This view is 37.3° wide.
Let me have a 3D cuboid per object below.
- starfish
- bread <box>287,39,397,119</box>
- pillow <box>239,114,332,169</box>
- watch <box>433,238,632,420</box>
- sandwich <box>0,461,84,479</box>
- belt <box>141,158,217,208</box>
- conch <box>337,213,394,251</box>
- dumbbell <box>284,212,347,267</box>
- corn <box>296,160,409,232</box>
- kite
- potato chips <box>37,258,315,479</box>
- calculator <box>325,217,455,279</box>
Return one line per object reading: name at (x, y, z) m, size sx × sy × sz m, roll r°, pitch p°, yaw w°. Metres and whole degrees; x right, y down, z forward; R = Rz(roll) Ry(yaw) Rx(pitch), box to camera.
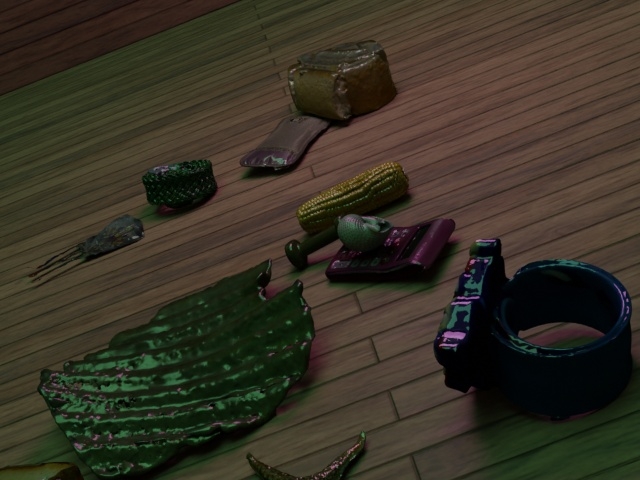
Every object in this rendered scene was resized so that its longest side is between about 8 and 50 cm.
starfish at (-0.021, 0.286, 1.069) m, size 0.223 × 0.050 × 0.217 m, roll 12°, pitch 35°, yaw 39°
bread at (0.029, -0.345, 2.032) m, size 0.257 × 0.124 × 0.186 m, roll 9°, pitch 35°, yaw 42°
pillow at (-0.068, -0.207, 1.956) m, size 0.130 × 0.038 × 0.233 m, roll 2°, pitch 34°, yaw 29°
watch at (0.250, 0.108, 1.076) m, size 0.200 × 0.171 × 0.196 m, roll 4°, pitch 48°, yaw 21°
sandwich at (-0.442, 0.388, 1.090) m, size 0.271 × 0.099 × 0.301 m, roll -16°, pitch 21°, yaw 33°
belt at (-0.283, -0.108, 1.906) m, size 0.151 × 0.079 × 0.121 m, roll -9°, pitch 19°, yaw 2°
conch at (0.069, -0.010, 1.440) m, size 0.076 × 0.057 × 0.085 m, roll -16°, pitch 30°, yaw -41°
dumbbell at (0.000, 0.000, 1.514) m, size 0.118 × 0.046 × 0.052 m, roll -28°, pitch 13°, yaw 21°
corn at (0.055, -0.072, 1.605) m, size 0.203 × 0.072 × 0.072 m, roll -25°, pitch 28°, yaw -3°
kite at (-0.463, 0.017, 1.870) m, size 0.245 × 0.015 × 0.141 m, roll -26°, pitch 27°, yaw -15°
potato chips at (-0.203, 0.162, 1.349) m, size 0.389 × 0.097 × 0.373 m, roll -27°, pitch 27°, yaw -12°
calculator at (0.106, 0.017, 1.451) m, size 0.190 × 0.034 × 0.127 m, roll -7°, pitch 32°, yaw 37°
